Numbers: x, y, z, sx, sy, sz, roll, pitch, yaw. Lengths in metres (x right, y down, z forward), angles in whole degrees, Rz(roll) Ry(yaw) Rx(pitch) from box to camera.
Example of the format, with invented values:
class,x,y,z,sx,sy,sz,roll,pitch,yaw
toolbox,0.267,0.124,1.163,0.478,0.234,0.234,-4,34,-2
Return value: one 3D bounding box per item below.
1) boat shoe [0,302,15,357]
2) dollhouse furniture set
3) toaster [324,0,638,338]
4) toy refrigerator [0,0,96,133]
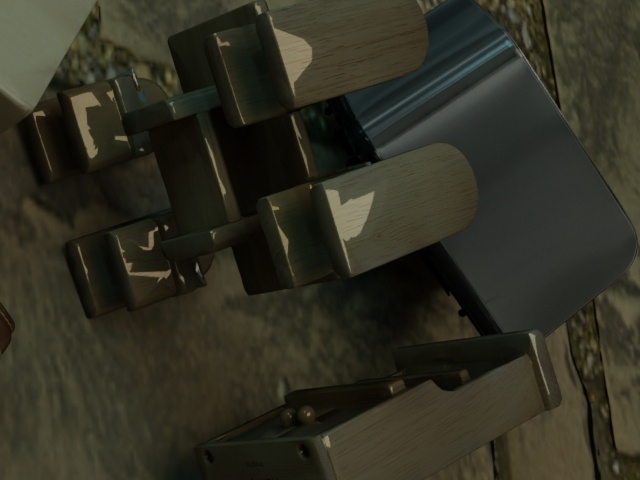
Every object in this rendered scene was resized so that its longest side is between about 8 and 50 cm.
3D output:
class,x,y,z,sx,sy,sz,roll,pitch,yaw
boat shoe,-0.203,-0.016,0.717,0.178,0.064,0.060,49,54,-13
dollhouse furniture set,0.000,0.000,0.777,0.161,0.212,0.242,-21,96,-40
toaster,0.083,-0.047,0.881,0.110,0.168,0.186,-35,106,5
toy refrigerator,-0.242,-0.158,0.706,0.269,0.102,0.094,38,56,-23
